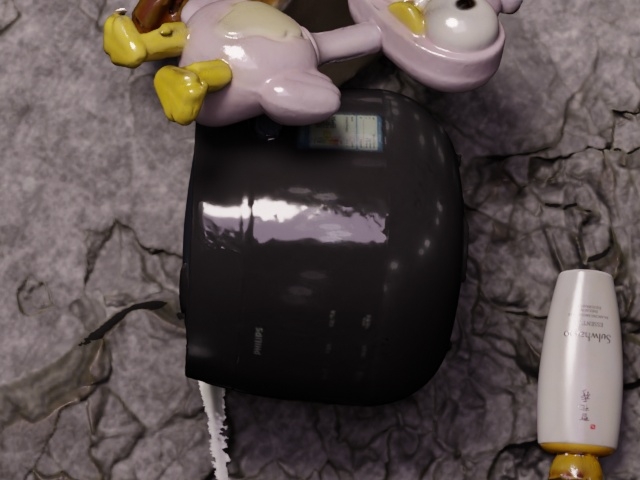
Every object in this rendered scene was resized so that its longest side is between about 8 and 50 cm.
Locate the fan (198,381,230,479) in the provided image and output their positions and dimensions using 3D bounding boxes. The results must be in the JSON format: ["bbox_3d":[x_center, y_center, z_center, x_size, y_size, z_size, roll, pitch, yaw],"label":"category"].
[{"bbox_3d":[-0.070,0.271,1.544,0.233,0.012,0.415,-12,77,-2],"label":"fan"}]

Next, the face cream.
[{"bbox_3d":[0.221,0.117,1.556,0.072,0.051,0.182,6,77,-1],"label":"face cream"}]

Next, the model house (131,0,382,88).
[{"bbox_3d":[-0.053,-0.243,1.601,0.219,0.199,0.229,-5,48,-44],"label":"model house"}]

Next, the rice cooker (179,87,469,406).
[{"bbox_3d":[0.000,0.000,1.482,0.224,0.267,0.267,1,76,-3],"label":"rice cooker"}]

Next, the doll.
[{"bbox_3d":[0.014,-0.157,1.417,0.365,0.094,0.160,-19,47,-31],"label":"doll"}]
